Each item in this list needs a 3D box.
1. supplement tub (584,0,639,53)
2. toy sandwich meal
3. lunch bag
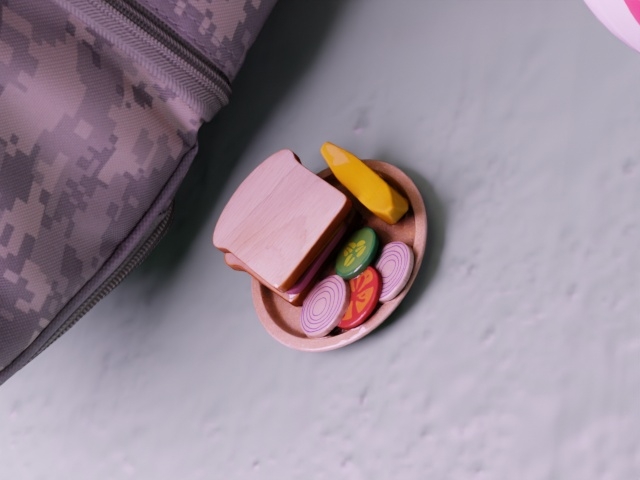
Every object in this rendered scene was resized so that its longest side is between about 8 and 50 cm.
[{"bbox_3d":[0.204,-0.110,0.405,0.272,0.191,0.191,21,79,44],"label":"supplement tub"},{"bbox_3d":[0.000,0.000,0.616,0.086,0.029,0.085,-19,55,29],"label":"toy sandwich meal"},{"bbox_3d":[-0.190,-0.086,0.690,0.305,0.212,0.256,20,78,44],"label":"lunch bag"}]
